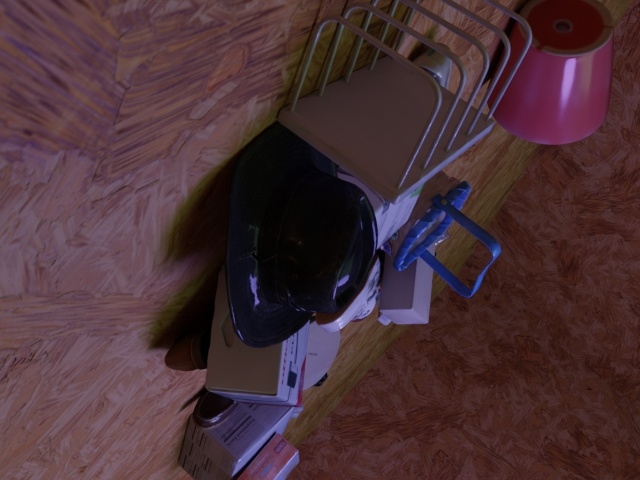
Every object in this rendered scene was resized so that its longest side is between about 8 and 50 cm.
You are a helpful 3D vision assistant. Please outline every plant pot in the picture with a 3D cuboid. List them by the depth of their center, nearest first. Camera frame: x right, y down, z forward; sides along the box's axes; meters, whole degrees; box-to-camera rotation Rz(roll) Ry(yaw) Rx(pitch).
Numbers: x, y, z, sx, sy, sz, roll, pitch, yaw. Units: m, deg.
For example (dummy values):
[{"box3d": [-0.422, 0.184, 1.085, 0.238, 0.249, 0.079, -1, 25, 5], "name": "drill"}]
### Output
[{"box3d": [0.512, -0.385, 1.673, 0.275, 0.275, 0.243, -46, 155, -19], "name": "plant pot"}]

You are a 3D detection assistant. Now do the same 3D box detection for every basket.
[{"box3d": [0.242, -0.018, 1.642, 0.201, 0.289, 0.254, -45, 163, -23], "name": "basket"}]

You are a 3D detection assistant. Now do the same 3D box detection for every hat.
[{"box3d": [0.000, 0.000, 1.043, 0.331, 0.134, 0.331, -31, 128, -52], "name": "hat"}]

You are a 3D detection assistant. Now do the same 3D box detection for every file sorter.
[{"box3d": [0.119, -0.214, 0.995, 0.278, 0.193, 0.173, -37, 157, -44], "name": "file sorter"}]

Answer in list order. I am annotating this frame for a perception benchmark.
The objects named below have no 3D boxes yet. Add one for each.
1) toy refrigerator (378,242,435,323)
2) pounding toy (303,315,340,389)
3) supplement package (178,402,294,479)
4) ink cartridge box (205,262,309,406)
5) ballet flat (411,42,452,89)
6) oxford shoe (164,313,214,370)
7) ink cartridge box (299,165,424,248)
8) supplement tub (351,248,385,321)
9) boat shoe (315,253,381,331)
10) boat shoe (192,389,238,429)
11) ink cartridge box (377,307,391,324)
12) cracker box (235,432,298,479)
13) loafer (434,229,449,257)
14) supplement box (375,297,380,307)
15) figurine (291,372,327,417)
[{"box3d": [0.206, 0.054, 1.812, 0.102, 0.094, 0.269, 40, 51, -52], "name": "toy refrigerator"}, {"box3d": [-0.064, 0.218, 1.705, 0.183, 0.110, 0.237, -49, 141, -18], "name": "pounding toy"}, {"box3d": [-0.189, 0.436, 1.740, 0.204, 0.145, 0.262, -40, 162, -37], "name": "supplement package"}, {"box3d": [-0.093, 0.164, 1.259, 0.273, 0.114, 0.197, 66, 28, -73], "name": "ink cartridge box"}, {"box3d": [0.193, -0.258, 1.348, 0.086, 0.086, 0.248, -47, 164, -15], "name": "ballet flat"}, {"box3d": [-0.195, 0.164, 1.243, 0.076, 0.076, 0.212, -14, 180, 10], "name": "oxford shoe"}, {"box3d": [0.064, -0.050, 1.374, 0.273, 0.115, 0.198, -41, 162, -35], "name": "ink cartridge box"}, {"box3d": [0.108, 0.105, 1.906, 0.106, 0.106, 0.198, -34, 158, -49], "name": "supplement tub"}, {"box3d": [0.079, 0.131, 1.685, 0.098, 0.096, 0.277, -9, -156, 31], "name": "boat shoe"}, {"box3d": [-0.186, 0.300, 1.572, 0.207, 0.073, 0.073, -45, 164, -49], "name": "boat shoe"}, {"box3d": [0.272, 0.152, 2.514, 0.206, 0.045, 0.208, -46, -167, 25], "name": "ink cartridge box"}, {"box3d": [-0.122, 0.531, 1.746, 0.155, 0.067, 0.232, -47, 166, -17], "name": "cracker box"}, {"box3d": [0.307, 0.048, 2.394, 0.268, 0.092, 0.102, -58, 164, 25], "name": "loafer"}, {"box3d": [0.175, 0.143, 2.244, 0.056, 0.083, 0.083, -42, 163, -33], "name": "supplement box"}, {"box3d": [-0.107, 0.428, 2.117, 0.215, 0.092, 0.209, -56, 157, 20], "name": "figurine"}]
